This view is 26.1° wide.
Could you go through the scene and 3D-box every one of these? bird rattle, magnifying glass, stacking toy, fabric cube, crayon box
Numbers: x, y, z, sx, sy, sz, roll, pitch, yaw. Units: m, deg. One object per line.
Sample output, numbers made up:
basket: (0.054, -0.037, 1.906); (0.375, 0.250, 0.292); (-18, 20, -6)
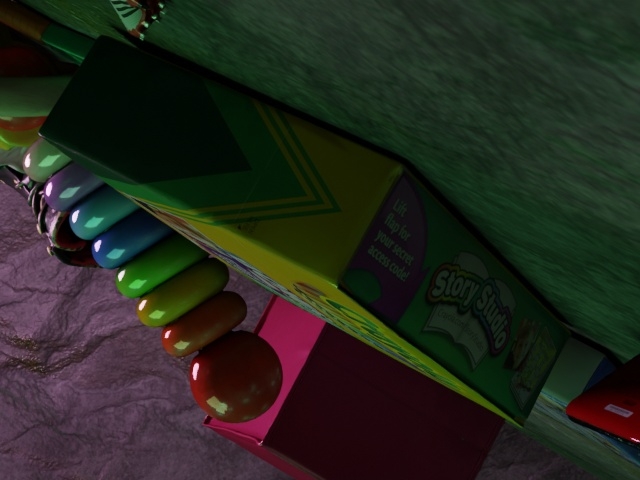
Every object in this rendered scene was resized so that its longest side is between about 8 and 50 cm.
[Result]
bird rattle: (-0.314, -0.153, 1.293); (0.207, 0.143, 0.253); (4, -175, 16)
magnifying glass: (-0.223, -0.172, 1.233); (0.231, 0.026, 0.092); (31, 175, 14)
stacking toy: (-0.146, 0.028, 1.322); (0.330, 0.141, 0.141); (60, 173, -2)
fabric cube: (0.051, 0.190, 1.697); (0.258, 0.259, 0.254); (32, 169, -17)
crayon box: (0.000, 0.000, 1.122); (0.313, 0.106, 0.363); (28, 174, 35)

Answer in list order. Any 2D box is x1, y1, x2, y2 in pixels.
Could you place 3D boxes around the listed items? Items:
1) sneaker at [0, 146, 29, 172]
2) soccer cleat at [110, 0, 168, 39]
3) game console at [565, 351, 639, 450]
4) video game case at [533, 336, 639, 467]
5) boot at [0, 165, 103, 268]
sneaker: (-0.395, -0.202, 1.591); (0.236, 0.130, 0.323); (51, -168, 3)
soccer cleat: (-0.113, -0.147, 0.830); (0.035, 0.029, 0.083); (40, 172, 3)
game console: (0.268, 0.132, 0.990); (0.085, 0.124, 0.144); (59, 169, -10)
video game case: (0.205, 0.122, 1.358); (0.244, 0.061, 0.269); (29, 175, 35)
boot: (-0.389, -0.097, 1.805); (0.377, 0.138, 0.284); (20, -161, -49)
